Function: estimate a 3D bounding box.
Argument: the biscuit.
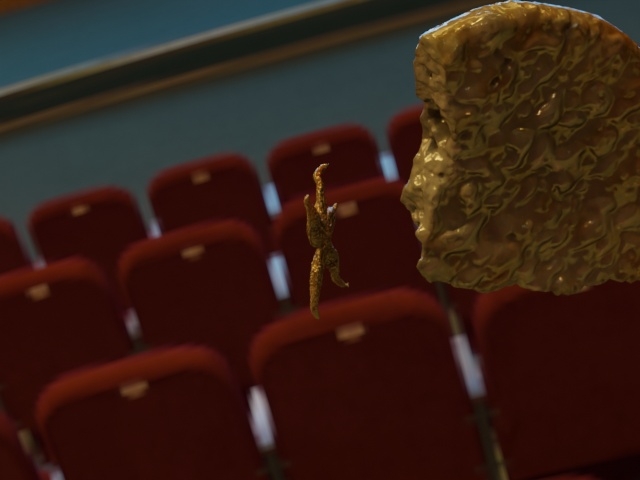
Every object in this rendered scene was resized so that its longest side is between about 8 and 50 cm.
[{"bbox_3d":[0.129,-0.044,1.105,0.188,0.265,0.040,-39,42,1],"label":"biscuit"}]

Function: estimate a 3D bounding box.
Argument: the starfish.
[{"bbox_3d":[0.000,0.000,1.079,0.016,0.092,0.086,2,-8,17],"label":"starfish"}]
